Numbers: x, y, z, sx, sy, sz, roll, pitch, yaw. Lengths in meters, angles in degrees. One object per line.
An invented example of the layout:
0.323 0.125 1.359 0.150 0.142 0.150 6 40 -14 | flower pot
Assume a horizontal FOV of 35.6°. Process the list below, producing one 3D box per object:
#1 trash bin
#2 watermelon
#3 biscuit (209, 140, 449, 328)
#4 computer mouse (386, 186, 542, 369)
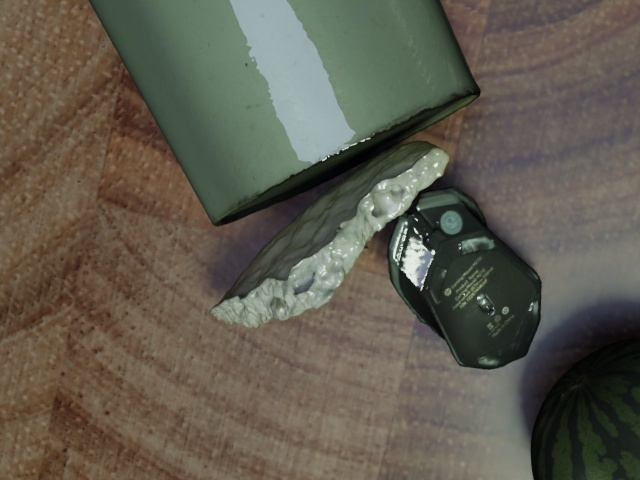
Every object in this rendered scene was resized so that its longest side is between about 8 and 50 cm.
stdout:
-0.073 -0.255 0.810 0.280 0.280 0.432 -26 91 11 | trash bin
0.275 0.182 0.791 0.212 0.212 0.212 0 92 11 | watermelon
0.000 0.000 0.846 0.265 0.188 0.040 -38 105 20 | biscuit
0.123 0.035 0.868 0.106 0.062 0.192 -42 115 -8 | computer mouse
